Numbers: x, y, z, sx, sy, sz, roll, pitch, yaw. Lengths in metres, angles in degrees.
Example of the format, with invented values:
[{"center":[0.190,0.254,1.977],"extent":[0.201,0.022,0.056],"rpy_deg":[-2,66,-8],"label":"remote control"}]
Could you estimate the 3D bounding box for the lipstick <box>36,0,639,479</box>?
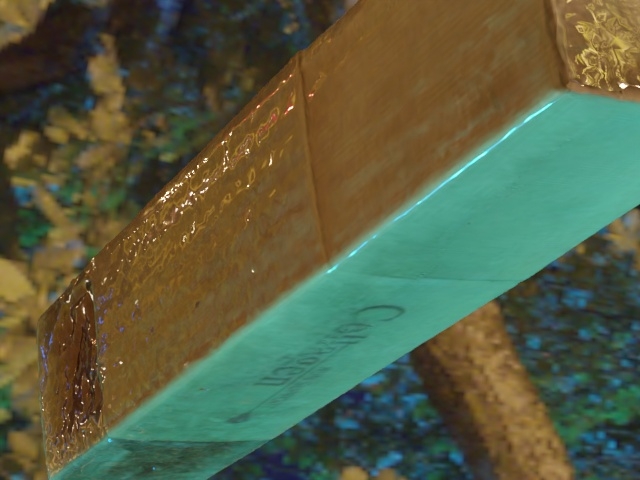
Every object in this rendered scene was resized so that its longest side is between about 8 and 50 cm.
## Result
[{"center":[0.000,0.000,0.620],"extent":[0.371,0.076,0.080],"rpy_deg":[-38,-127,54],"label":"lipstick"}]
